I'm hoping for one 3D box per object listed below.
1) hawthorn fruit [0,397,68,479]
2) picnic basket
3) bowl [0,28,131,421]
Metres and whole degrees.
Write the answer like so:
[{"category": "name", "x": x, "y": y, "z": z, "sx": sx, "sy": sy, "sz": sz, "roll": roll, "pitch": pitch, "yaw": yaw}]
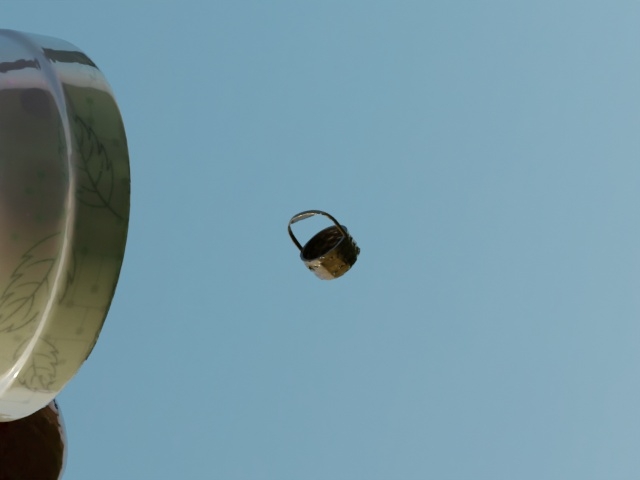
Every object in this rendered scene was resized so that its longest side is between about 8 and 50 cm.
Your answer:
[{"category": "hawthorn fruit", "x": -0.343, "y": 0.183, "z": 1.586, "sx": 0.265, "sy": 0.307, "sz": 0.265, "roll": -27, "pitch": -49, "yaw": -35}, {"category": "picnic basket", "x": 0.000, "y": 0.000, "z": 2.161, "sx": 0.083, "sy": 0.072, "sz": 0.072, "roll": 54, "pitch": -126, "yaw": -23}, {"category": "bowl", "x": -0.273, "y": -0.017, "z": 1.313, "sx": 0.144, "sy": 0.287, "sz": 0.287, "roll": 8, "pitch": -88, "yaw": -39}]
